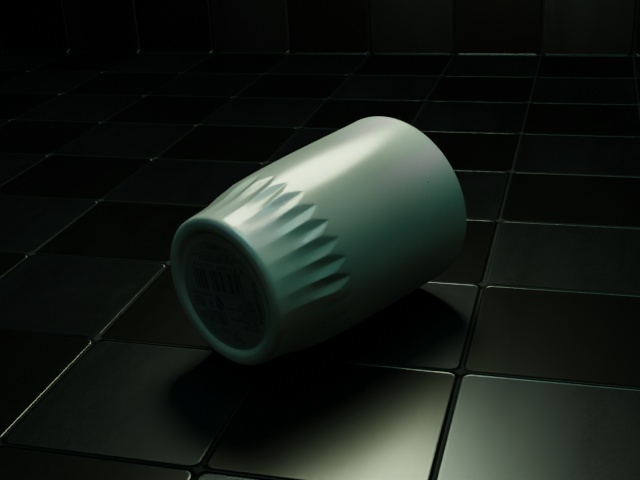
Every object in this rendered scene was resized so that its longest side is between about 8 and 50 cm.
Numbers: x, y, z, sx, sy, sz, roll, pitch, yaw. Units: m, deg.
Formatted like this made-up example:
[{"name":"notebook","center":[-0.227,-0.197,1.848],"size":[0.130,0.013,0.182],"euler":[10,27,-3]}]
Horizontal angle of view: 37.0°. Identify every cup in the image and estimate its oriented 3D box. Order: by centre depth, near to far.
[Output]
[{"name":"cup","center":[0.000,0.000,1.290],"size":[0.253,0.253,0.371],"euler":[18,34,40]}]
